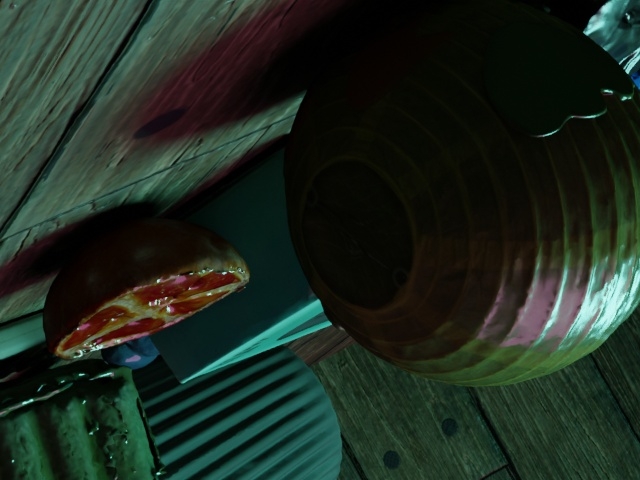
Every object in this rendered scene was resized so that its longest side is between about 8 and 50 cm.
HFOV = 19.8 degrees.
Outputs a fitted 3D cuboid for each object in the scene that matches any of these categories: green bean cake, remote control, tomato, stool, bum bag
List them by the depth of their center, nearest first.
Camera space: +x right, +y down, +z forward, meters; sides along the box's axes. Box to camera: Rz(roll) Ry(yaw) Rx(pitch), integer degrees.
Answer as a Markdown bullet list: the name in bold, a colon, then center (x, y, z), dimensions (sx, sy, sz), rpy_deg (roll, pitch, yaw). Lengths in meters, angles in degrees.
- **tomato**: center (-0.131, 0.023, 1.317), dimensions (0.156, 0.069, 0.155), rpy_deg (-20, 167, -5)
- **bum bag**: center (0.245, -0.172, 1.451), dimensions (0.137, 0.074, 0.310), rpy_deg (-44, 167, 29)
- **remote control**: center (-0.236, 0.083, 1.505), dimensions (0.087, 0.029, 0.190), rpy_deg (-34, 172, 37)
- **green bean cake**: center (-0.276, 0.187, 1.513), dimensions (0.241, 0.132, 0.255), rpy_deg (-20, -174, -24)
- **stool**: center (-0.166, 0.270, 2.117), dimensions (0.330, 0.297, 0.297), rpy_deg (-28, 174, -47)

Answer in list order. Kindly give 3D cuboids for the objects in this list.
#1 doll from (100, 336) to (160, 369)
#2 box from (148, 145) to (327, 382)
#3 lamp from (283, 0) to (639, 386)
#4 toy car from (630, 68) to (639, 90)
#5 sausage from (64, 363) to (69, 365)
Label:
- **doll**: center (-0.177, 0.095, 1.756), dimensions (0.076, 0.050, 0.083), rpy_deg (-16, 168, -44)
- **box**: center (0.000, 0.000, 1.502), dimensions (0.205, 0.118, 0.311), rpy_deg (-34, 172, 24)
- **lamp**: center (0.118, -0.037, 1.163), dimensions (0.284, 0.250, 0.250), rpy_deg (-17, 167, -41)
- **toy car**: center (0.227, -0.133, 1.602), dimensions (0.216, 0.103, 0.063), rpy_deg (-27, 129, -37)
- **sausage**: center (-0.303, 0.203, 1.872), dimensions (0.088, 0.088, 0.433), rpy_deg (-24, 172, -35)
